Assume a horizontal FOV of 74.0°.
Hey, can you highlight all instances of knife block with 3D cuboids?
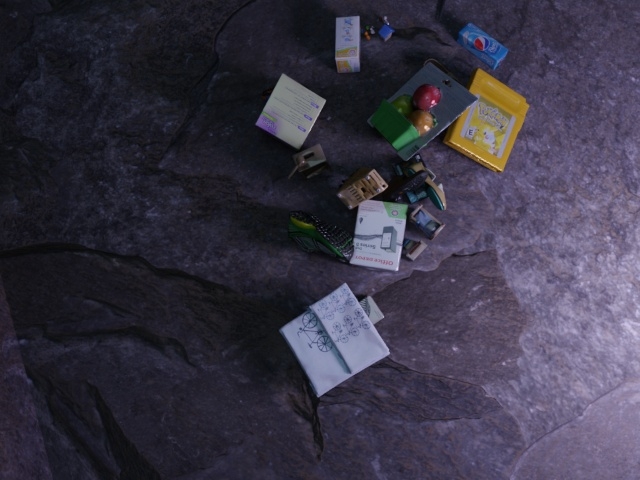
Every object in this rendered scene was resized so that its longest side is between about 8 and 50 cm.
[{"bbox_3d":[0.178,-0.244,1.704,0.088,0.276,0.242,47,48,-14],"label":"knife block"}]

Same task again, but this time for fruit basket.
[{"bbox_3d":[0.400,-0.521,1.726,0.353,0.165,0.327,-38,53,8],"label":"fruit basket"}]

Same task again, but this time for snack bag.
[{"bbox_3d":[0.042,0.387,1.657,0.343,0.037,0.322,-33,80,4],"label":"snack bag"}]

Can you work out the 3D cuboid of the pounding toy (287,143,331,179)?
[{"bbox_3d":[-0.070,-0.334,1.790,0.181,0.206,0.094,-23,79,6],"label":"pounding toy"}]

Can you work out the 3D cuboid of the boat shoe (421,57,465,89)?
[{"bbox_3d":[0.538,-0.643,1.775,0.123,0.116,0.324,-34,78,3],"label":"boat shoe"}]

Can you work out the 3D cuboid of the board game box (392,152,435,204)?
[{"bbox_3d":[0.399,-0.259,1.791,0.126,0.026,0.186,-24,79,6],"label":"board game box"}]

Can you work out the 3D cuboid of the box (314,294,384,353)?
[{"bbox_3d":[0.115,0.339,1.718,0.275,0.094,0.113,-36,79,3],"label":"box"}]

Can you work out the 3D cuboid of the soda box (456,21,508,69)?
[{"bbox_3d":[0.683,-0.826,1.800,0.210,0.071,0.067,43,91,13],"label":"soda box"}]

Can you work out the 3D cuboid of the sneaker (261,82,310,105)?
[{"bbox_3d":[-0.155,-0.653,1.923,0.222,0.087,0.083,-14,46,-6],"label":"sneaker"}]

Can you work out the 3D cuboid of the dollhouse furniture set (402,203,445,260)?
[{"bbox_3d":[0.385,-0.028,1.707,0.129,0.129,0.183,42,90,13],"label":"dollhouse furniture set"}]

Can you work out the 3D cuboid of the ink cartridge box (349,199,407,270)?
[{"bbox_3d":[0.239,-0.017,1.737,0.199,0.115,0.272,8,84,11],"label":"ink cartridge box"}]

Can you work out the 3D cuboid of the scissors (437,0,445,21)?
[{"bbox_3d":[0.552,-1.117,1.895,0.109,0.021,0.296,29,89,10],"label":"scissors"}]

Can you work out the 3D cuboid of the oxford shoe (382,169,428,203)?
[{"bbox_3d":[0.333,-0.237,1.728,0.227,0.083,0.096,-30,65,40],"label":"oxford shoe"}]

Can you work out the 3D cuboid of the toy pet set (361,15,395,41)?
[{"bbox_3d":[0.263,-0.943,1.885,0.122,0.065,0.114,-40,82,-7],"label":"toy pet set"}]

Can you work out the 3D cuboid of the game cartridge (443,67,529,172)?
[{"bbox_3d":[0.671,-0.476,1.700,0.286,0.053,0.323,24,88,-16],"label":"game cartridge"}]

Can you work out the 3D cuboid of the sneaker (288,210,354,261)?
[{"bbox_3d":[0.000,0.000,1.747,0.344,0.134,0.146,32,123,36],"label":"sneaker"}]

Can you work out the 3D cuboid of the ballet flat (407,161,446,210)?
[{"bbox_3d":[0.451,-0.228,1.726,0.073,0.080,0.232,-35,78,-8],"label":"ballet flat"}]

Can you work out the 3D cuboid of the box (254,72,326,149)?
[{"bbox_3d":[-0.132,-0.544,1.828,0.214,0.117,0.242,28,93,-13],"label":"box"}]

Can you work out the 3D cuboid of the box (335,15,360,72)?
[{"bbox_3d":[0.123,-0.864,1.880,0.103,0.114,0.202,0,80,9],"label":"box"}]
